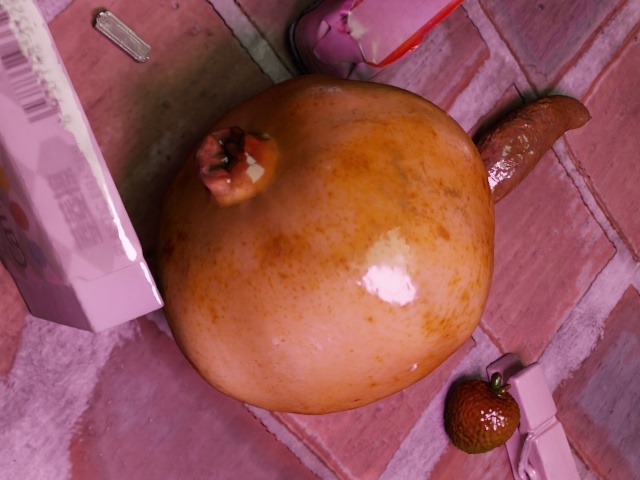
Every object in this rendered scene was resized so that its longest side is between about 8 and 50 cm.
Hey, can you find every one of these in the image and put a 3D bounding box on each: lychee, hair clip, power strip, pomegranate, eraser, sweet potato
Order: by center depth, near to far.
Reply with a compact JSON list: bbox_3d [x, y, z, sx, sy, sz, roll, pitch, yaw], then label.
[{"bbox_3d":[-0.319,-0.094,0.928,0.082,0.213,0.397,-33,112,-35],"label":"eraser"},{"bbox_3d":[0.000,0.000,1.008,0.416,0.416,0.417,-4,99,-31],"label":"pomegranate"},{"bbox_3d":[-0.241,-0.248,1.060,0.083,0.017,0.027,40,77,-29],"label":"power strip"},{"bbox_3d":[0.304,-0.140,1.363,0.341,0.092,0.114,-42,132,-19],"label":"sweet potato"},{"bbox_3d":[0.258,0.276,1.377,0.114,0.114,0.147,15,115,-32],"label":"lychee"},{"bbox_3d":[0.366,0.354,1.464,0.085,0.101,0.331,-28,108,-21],"label":"hair clip"}]

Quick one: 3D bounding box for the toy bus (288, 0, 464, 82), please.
[{"bbox_3d":[0.100,-0.329,1.188,0.302,0.147,0.128,-44,110,-20],"label":"toy bus"}]
